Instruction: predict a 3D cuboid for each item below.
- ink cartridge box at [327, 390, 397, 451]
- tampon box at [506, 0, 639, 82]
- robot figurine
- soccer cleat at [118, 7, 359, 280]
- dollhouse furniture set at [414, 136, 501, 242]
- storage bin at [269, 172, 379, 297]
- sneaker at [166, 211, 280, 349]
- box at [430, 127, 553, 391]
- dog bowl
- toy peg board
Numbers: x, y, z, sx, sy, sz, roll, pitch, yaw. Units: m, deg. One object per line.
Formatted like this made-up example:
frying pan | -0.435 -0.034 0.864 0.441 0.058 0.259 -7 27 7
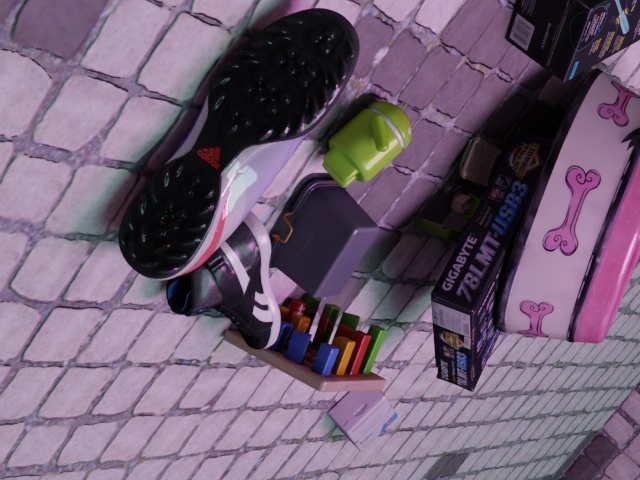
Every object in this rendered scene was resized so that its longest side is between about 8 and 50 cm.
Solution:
ink cartridge box | 0.071 0.286 1.954 0.088 0.052 0.122 -43 154 -8
tampon box | 0.332 -0.294 1.478 0.161 0.101 0.120 -30 150 -31
robot figurine | 0.056 -0.113 1.365 0.115 0.067 0.101 -42 171 -11
soccer cleat | -0.077 -0.096 1.183 0.318 0.108 0.116 -52 173 6
dollhouse furniture set | 0.191 -0.076 1.662 0.076 0.058 0.152 17 95 -53
storage bin | 0.000 0.000 1.415 0.098 0.091 0.135 -4 130 -53
sneaker | -0.118 0.066 1.362 0.121 0.079 0.217 -30 141 -23
box | 0.252 0.036 1.729 0.295 0.073 0.293 -61 163 -21
dog bowl | 0.398 -0.032 1.721 0.408 0.150 0.408 -57 160 -34
toy peg board | -0.008 0.124 1.518 0.160 0.161 0.079 10 102 -58
